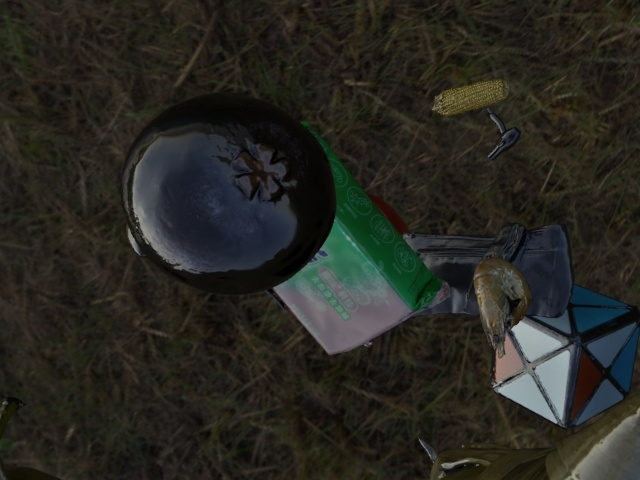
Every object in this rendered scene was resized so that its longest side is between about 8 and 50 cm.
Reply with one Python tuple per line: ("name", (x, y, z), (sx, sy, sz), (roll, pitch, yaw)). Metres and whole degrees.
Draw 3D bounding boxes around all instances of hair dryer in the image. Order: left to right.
("hair dryer", (0.314, -0.195, 1.475), (0.079, 0.031, 0.083), (-46, 62, 45))

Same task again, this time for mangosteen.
("mangosteen", (-0.065, -0.025, 0.538), (0.137, 0.137, 0.151), (55, 148, -4))

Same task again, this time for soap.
("soap", (0.001, -0.001, 1.004), (0.218, 0.098, 0.273), (-34, 100, 36))

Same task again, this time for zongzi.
("zongzi", (0.275, 0.281, 1.054), (0.218, 0.500, 0.467), (11, 109, -8))

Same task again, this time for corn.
("corn", (0.148, -0.144, 0.830), (0.083, 0.028, 0.027), (-10, 83, 38))

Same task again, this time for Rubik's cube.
("Rubik's cube", (0.573, 0.261, 1.955), (0.248, 0.246, 0.250), (27, 126, 48))

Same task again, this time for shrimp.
("shrimp", (0.183, 0.063, 0.814), (0.059, 0.108, 0.023), (2, 149, -12))

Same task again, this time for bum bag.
("bum bag", (0.207, 0.041, 1.078), (0.248, 0.060, 0.123), (-3, 83, 38))

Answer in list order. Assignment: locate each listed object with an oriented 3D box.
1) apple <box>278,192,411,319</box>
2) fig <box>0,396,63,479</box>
("apple", (0.044, 0.039, 1.436), (0.260, 0.260, 0.216), (35, 134, 8))
("fig", (-0.310, 0.292, 0.859), (0.142, 0.148, 0.186), (20, 133, 28))
